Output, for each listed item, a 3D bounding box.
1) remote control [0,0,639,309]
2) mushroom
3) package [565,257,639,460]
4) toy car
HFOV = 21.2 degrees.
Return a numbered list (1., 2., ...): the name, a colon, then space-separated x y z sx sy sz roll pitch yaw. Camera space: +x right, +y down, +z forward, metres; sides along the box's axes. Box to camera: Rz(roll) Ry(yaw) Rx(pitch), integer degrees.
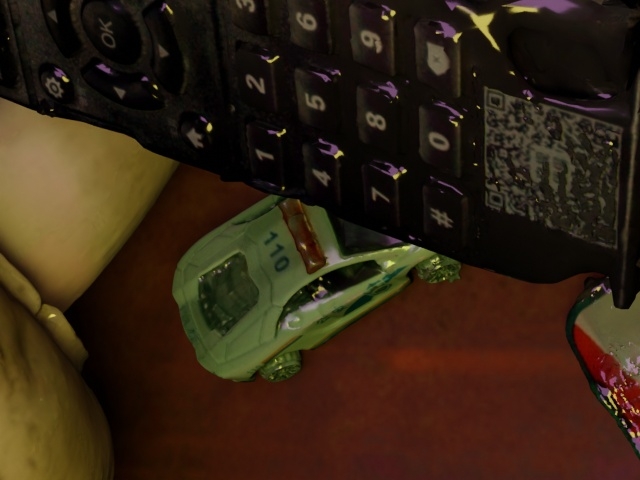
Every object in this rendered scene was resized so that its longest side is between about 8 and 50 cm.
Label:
1. remote control: -0.045 -0.094 0.681 0.399 0.062 0.144 21 135 27
2. mushroom: -0.230 0.026 0.869 0.315 0.315 0.356 -19 54 27
3. package: 0.226 0.033 0.732 0.232 0.040 0.166 -37 65 20
4. toy car: 0.000 0.000 0.869 0.186 0.058 0.093 -33 63 23
